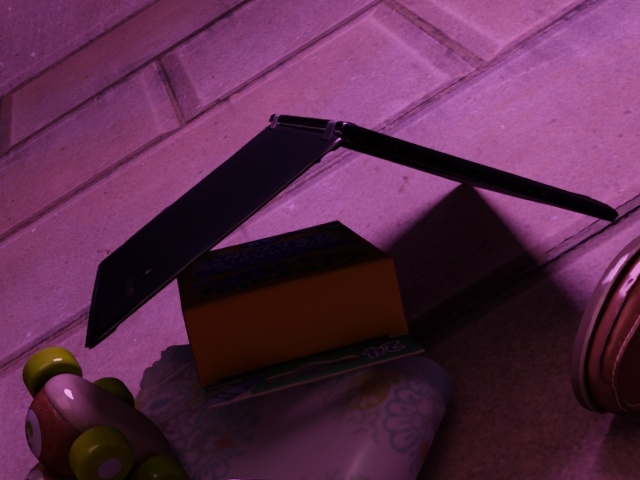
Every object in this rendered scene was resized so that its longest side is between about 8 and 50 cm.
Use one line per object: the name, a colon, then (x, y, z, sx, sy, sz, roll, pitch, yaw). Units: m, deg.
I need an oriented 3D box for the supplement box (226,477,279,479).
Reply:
supplement box: (0.020, 0.242, 0.693, 0.188, 0.080, 0.104, 3, 50, -1)

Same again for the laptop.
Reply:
laptop: (0.000, 0.000, 0.957, 0.382, 0.408, 0.236, -142, 68, -75)

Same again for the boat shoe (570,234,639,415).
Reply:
boat shoe: (0.333, 0.032, 0.789, 0.307, 0.110, 0.104, -45, 32, -20)

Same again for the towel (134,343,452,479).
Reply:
towel: (-0.086, 0.243, 0.895, 0.375, 0.090, 0.320, -5, 44, 38)

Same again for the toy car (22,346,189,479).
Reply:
toy car: (-0.243, 0.225, 0.861, 0.188, 0.149, 0.155, -49, 44, -1)

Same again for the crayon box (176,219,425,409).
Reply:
crayon box: (-0.039, 0.059, 0.962, 0.203, 0.083, 0.323, -14, 12, -8)
